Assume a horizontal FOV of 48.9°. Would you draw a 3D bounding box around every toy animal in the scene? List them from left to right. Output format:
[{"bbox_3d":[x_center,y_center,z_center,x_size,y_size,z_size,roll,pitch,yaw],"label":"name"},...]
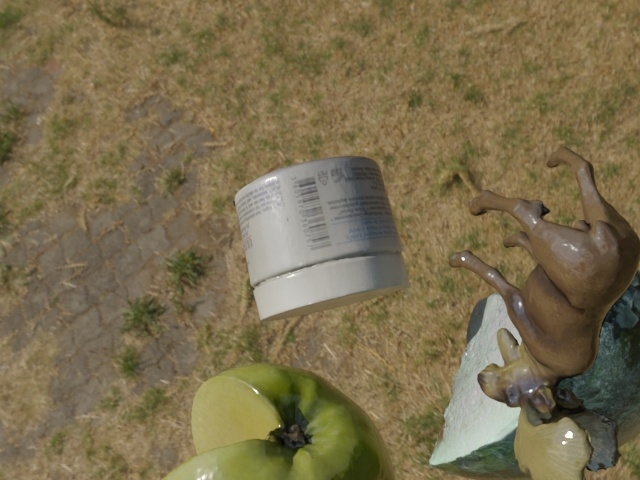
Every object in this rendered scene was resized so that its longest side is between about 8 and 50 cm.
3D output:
[{"bbox_3d":[0.155,0.065,0.480,0.093,0.214,0.186,-17,54,-17],"label":"toy animal"}]

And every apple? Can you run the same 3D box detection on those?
[{"bbox_3d":[-0.057,0.282,0.784,0.291,0.254,0.292,12,40,-10],"label":"apple"}]

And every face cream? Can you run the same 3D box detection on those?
[{"bbox_3d":[0.000,0.000,0.805,0.177,0.177,0.153,-16,80,12],"label":"face cream"}]

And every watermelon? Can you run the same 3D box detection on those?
[{"bbox_3d":[0.269,0.118,0.757,0.289,0.320,0.214,-1,34,-29],"label":"watermelon"}]
